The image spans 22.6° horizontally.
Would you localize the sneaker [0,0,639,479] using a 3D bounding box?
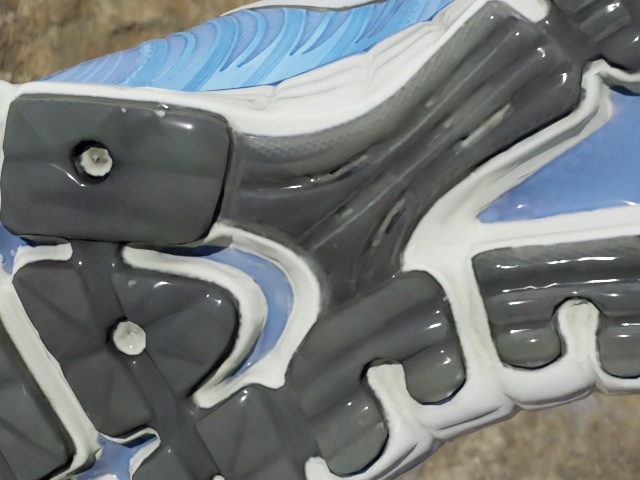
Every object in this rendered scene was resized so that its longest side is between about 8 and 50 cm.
[{"bbox_3d":[0.000,0.000,0.384,0.330,0.147,0.130,-15,97,11],"label":"sneaker"}]
